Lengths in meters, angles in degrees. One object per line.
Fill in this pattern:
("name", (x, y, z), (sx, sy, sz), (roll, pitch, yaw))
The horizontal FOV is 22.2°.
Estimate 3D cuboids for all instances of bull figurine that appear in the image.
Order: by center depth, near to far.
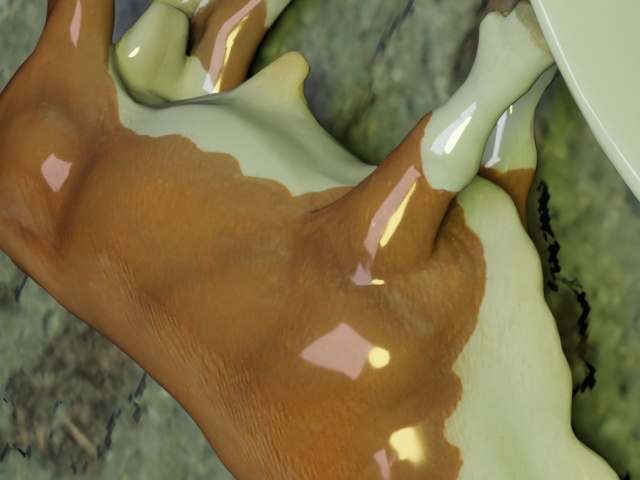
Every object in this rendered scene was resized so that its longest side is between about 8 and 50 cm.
("bull figurine", (0.000, 0.000, 0.509), (0.310, 0.101, 0.188), (32, 104, 34))

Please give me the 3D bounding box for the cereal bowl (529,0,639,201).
("cereal bowl", (0.205, -0.118, 0.308), (0.339, 0.141, 0.339), (2, 93, 43))
